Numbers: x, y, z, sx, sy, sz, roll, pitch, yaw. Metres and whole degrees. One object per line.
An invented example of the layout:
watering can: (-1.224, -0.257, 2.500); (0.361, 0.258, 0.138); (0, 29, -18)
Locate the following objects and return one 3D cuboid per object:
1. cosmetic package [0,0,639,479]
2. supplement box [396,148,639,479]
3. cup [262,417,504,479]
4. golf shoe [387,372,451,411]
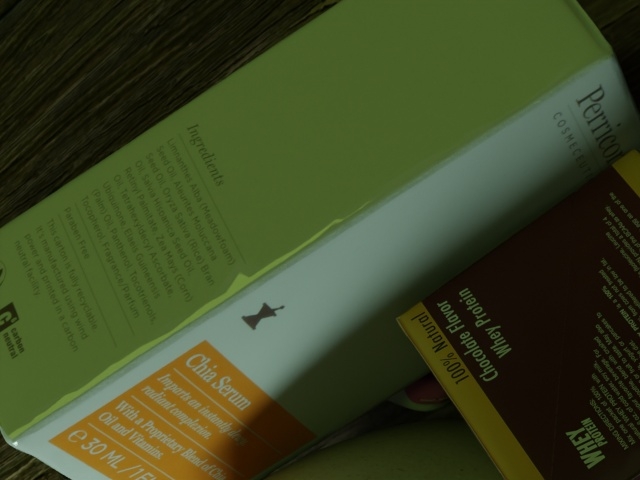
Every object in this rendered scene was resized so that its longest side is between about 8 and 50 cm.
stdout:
cosmetic package: (0.000, 0.000, 1.100); (0.453, 0.230, 0.161); (-34, 56, 6)
supplement box: (0.192, 0.086, 1.025); (0.194, 0.129, 0.191); (-36, 53, 3)
cup: (0.030, 0.280, 1.111); (0.331, 0.237, 0.331); (-12, 72, 42)
golf shoe: (0.002, 0.077, 1.300); (0.306, 0.115, 0.140); (32, 128, 41)
